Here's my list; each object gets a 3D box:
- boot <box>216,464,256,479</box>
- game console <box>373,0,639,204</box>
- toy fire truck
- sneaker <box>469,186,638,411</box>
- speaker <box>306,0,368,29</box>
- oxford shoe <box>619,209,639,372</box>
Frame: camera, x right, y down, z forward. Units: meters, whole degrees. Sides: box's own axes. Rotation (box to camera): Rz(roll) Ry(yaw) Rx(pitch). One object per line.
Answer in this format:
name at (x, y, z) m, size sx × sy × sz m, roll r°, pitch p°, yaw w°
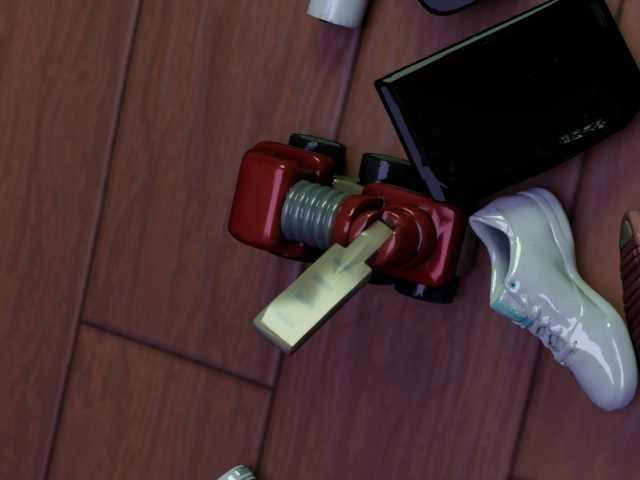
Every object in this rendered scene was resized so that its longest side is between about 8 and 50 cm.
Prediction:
boot at (-0.115, 0.318, 1.501) m, size 0.190 × 0.069 × 0.086 m, roll -48°, pitch 69°, yaw 18°
game console at (0.123, -0.223, 1.332) m, size 0.213 × 0.044 × 0.361 m, roll -25°, pitch 80°, yaw 1°
toy fire truck at (0.000, 0.000, 1.333) m, size 0.217 × 0.246 × 0.159 m, roll 17°, pitch 99°, yaw 25°
sneaker at (0.195, 0.060, 1.313) m, size 0.212 × 0.094 × 0.080 m, roll 64°, pitch 147°, yaw 17°
speaker at (0.031, -0.269, 1.414) m, size 0.055 × 0.055 × 0.136 m, roll 21°, pitch 101°, yaw 24°
oxford shoe at (0.349, 0.127, 1.257) m, size 0.130 × 0.123 × 0.348 m, roll -19°, pitch 81°, yaw 0°
